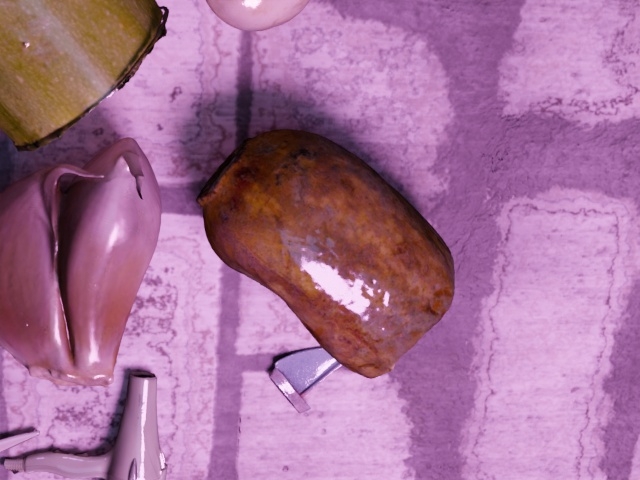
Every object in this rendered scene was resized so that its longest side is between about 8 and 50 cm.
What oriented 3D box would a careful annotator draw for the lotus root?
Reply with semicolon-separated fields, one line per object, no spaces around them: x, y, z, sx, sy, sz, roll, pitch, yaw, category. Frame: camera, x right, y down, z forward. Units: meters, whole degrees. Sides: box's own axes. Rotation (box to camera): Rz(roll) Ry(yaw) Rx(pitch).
0.000;0.000;1.673;0.346;0.250;0.250;37;97;-19;lotus root

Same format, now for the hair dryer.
-0.310;0.277;1.792;0.225;0.088;0.219;25;95;-5;hair dryer

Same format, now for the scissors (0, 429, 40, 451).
-0.483;0.301;1.774;0.176;0.022;0.085;-20;111;-3;scissors

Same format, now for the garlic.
-0.326;-0.003;1.590;0.231;0.246;0.340;13;125;-7;garlic

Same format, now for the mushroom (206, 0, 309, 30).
-0.079;-0.343;1.598;0.154;0.122;0.154;-22;150;-13;mushroom

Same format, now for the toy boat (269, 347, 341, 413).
-0.010;0.188;1.847;0.122;0.034;0.096;-40;113;-7;toy boat

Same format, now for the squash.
-0.381;-0.325;1.453;0.263;0.263;0.384;-39;114;2;squash
